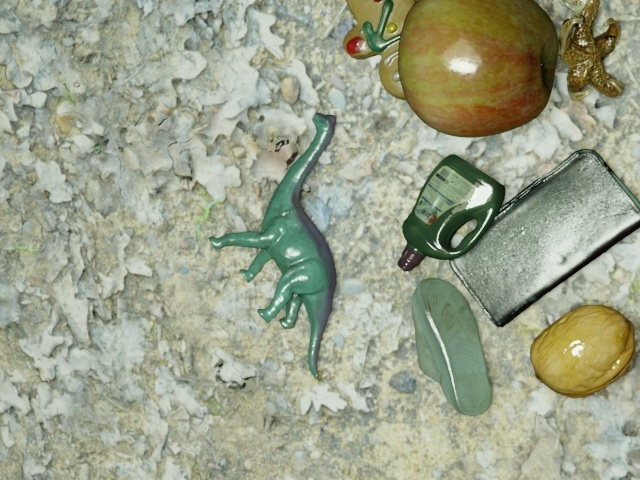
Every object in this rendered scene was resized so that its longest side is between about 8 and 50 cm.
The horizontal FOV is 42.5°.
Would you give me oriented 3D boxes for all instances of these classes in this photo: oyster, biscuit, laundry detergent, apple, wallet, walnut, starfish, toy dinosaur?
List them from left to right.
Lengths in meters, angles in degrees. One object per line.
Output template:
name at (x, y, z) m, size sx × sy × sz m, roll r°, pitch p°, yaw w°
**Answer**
toy dinosaur at (0.000, 0.000, 1.515) m, size 0.331 × 0.129 × 0.383 m, roll -39°, pitch 81°, yaw 5°
biscuit at (0.127, -0.400, 1.488) m, size 0.196 × 0.049 × 0.302 m, roll -19°, pitch 87°, yaw 18°
laundry detergent at (0.217, -0.031, 1.445) m, size 0.144 × 0.078 × 0.222 m, roll 37°, pitch 100°, yaw 29°
apple at (0.257, -0.293, 1.340) m, size 0.233 × 0.256 × 0.257 m, roll 11°, pitch 94°, yaw 31°
wallet at (0.382, -0.005, 1.415) m, size 0.318 × 0.045 × 0.172 m, roll -41°, pitch 75°, yaw 18°
oyster at (0.438, -0.416, 1.407) m, size 0.083 × 0.019 × 0.054 m, roll 46°, pitch 104°, yaw 9°
walnut at (0.435, 0.181, 1.357) m, size 0.180 × 0.144 × 0.144 m, roll -29°, pitch 83°, yaw 7°
starfish at (0.442, -0.321, 1.351) m, size 0.074 × 0.146 × 0.190 m, roll 1°, pitch 92°, yaw 59°

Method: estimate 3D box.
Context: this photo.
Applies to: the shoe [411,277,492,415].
shoe at (0.221, 0.192, 1.453) m, size 0.100 × 0.103 × 0.251 m, roll -46°, pitch 58°, yaw 56°
